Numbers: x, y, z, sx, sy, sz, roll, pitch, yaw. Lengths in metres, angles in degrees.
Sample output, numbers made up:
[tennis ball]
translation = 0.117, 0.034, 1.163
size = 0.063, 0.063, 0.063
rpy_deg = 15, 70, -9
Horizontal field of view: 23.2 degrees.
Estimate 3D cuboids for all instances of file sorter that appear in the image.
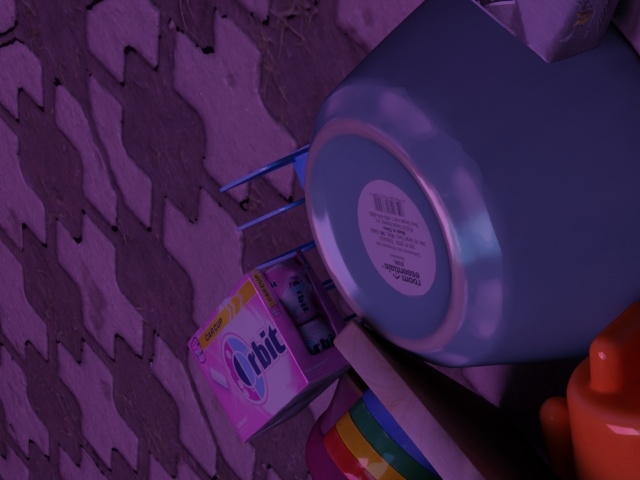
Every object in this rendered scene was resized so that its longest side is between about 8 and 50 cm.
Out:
[file sorter]
translation = 0.000, 0.000, 1.397
size = 0.118, 0.104, 0.170
rpy_deg = -22, 92, 60

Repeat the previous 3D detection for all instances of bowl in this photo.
[bowl]
translation = 0.102, -0.031, 1.154
size = 0.311, 0.163, 0.311
rpy_deg = 38, 140, 41

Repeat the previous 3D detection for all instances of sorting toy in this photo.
[sorting toy]
translation = 0.124, 0.208, 1.190
size = 0.257, 0.089, 0.255
rpy_deg = 33, -167, -51

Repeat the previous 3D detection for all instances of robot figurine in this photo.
[robot figurine]
translation = 0.241, 0.154, 1.104
size = 0.128, 0.158, 0.219
rpy_deg = -90, -10, -66

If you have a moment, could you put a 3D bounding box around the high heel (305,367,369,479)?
[high heel]
translation = 0.108, 0.279, 1.409
size = 0.377, 0.127, 0.181
rpy_deg = 57, 145, 42

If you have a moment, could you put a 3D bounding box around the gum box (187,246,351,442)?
[gum box]
translation = -0.041, 0.093, 1.359
size = 0.107, 0.062, 0.188
rpy_deg = 59, 150, 10

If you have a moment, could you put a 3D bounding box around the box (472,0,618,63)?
[box]
translation = 0.140, -0.260, 1.011
size = 0.183, 0.056, 0.231
rpy_deg = 47, 140, 29
